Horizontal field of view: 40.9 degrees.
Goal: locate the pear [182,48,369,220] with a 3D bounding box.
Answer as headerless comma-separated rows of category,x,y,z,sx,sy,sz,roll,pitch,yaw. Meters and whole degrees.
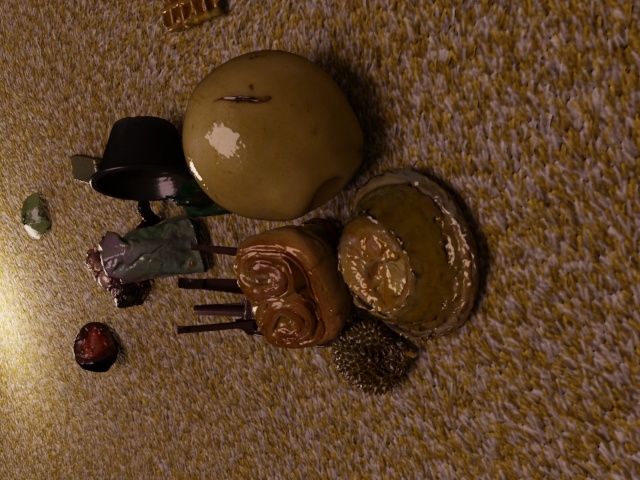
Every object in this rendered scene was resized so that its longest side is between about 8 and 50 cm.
pear,-0.082,-0.176,1.498,0.309,0.309,0.309,19,115,45

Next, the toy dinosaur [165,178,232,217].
toy dinosaur,-0.282,-0.075,1.747,0.447,0.301,0.087,-6,99,48

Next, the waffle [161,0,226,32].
waffle,-0.261,-0.558,1.759,0.219,0.057,0.229,1,102,49

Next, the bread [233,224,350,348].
bread,-0.047,0.084,1.581,0.198,0.120,0.236,-13,109,24

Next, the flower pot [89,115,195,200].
flower pot,-0.396,-0.191,1.938,0.235,0.235,0.148,-21,65,50

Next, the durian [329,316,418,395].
durian,0.094,0.216,1.566,0.208,0.102,0.146,-8,93,46

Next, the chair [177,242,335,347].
chair,-0.120,0.111,1.768,0.327,0.183,0.175,3,109,2

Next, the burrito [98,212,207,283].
burrito,-0.382,0.028,1.956,0.089,0.229,0.143,-164,62,-79

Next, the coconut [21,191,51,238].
coconut,-0.879,-0.067,2.632,0.133,0.055,0.158,37,129,38

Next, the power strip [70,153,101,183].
power strip,-0.626,-0.190,2.321,0.169,0.028,0.076,15,113,48

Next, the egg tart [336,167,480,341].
egg tart,0.128,0.032,1.450,0.315,0.120,0.314,20,118,44

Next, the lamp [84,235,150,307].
lamp,-0.547,0.073,2.250,0.253,0.118,0.118,45,132,29

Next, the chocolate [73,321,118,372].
chocolate,-0.632,0.298,2.420,0.127,0.124,0.133,-24,51,51

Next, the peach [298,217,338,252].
peach,0.000,-0.001,1.633,0.098,0.061,0.098,17,126,24

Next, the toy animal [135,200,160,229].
toy animal,-0.420,-0.001,2.048,0.089,0.188,0.179,-1,126,7
